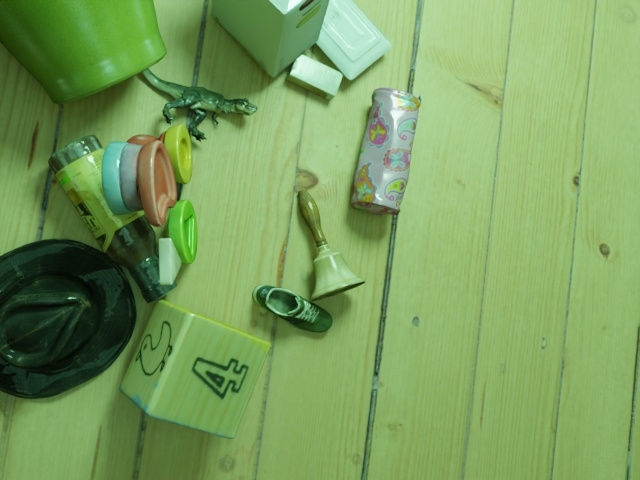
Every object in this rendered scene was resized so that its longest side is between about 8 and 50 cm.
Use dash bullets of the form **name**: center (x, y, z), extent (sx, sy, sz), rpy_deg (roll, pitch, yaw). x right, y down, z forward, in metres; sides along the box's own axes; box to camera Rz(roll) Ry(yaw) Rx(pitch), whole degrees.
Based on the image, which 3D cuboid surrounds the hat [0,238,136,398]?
- **hat**: center (-0.521, 0.148, 1.247), extent (0.332, 0.134, 0.331), rpy_deg (1, 86, -17)

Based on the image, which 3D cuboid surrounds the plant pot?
- **plant pot**: center (-0.463, -0.452, 1.187), extent (0.367, 0.366, 0.352), rpy_deg (-31, 116, -16)

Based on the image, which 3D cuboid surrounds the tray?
- **tray**: center (0.030, -0.505, 1.482), extent (0.145, 0.030, 0.270), rpy_deg (-43, 91, -17)

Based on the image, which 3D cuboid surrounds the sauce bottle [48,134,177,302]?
- **sauce bottle**: center (-0.403, -0.037, 1.302), extent (0.111, 0.111, 0.344), rpy_deg (-32, 98, -16)

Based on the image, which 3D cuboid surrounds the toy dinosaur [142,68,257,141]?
- **toy dinosaur**: center (-0.274, -0.285, 1.383), extent (0.268, 0.064, 0.118), rpy_deg (19, 68, -14)

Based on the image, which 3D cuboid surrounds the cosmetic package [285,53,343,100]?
- **cosmetic package**: center (-0.014, -0.368, 1.477), extent (0.115, 0.041, 0.060), rpy_deg (24, 80, -15)

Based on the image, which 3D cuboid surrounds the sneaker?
- **sneaker**: center (-0.052, 0.151, 1.417), extent (0.192, 0.086, 0.064), rpy_deg (27, 80, -15)

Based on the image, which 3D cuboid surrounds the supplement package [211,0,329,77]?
- **supplement package**: center (-0.103, -0.494, 1.321), extent (0.145, 0.262, 0.204), rpy_deg (-43, 87, -14)

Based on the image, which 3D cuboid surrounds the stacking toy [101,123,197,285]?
- **stacking toy**: center (-0.334, -0.071, 1.258), extent (0.131, 0.309, 0.279), rpy_deg (-2, 105, 3)

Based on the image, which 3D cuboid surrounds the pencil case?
- **pencil case**: center (0.149, -0.200, 1.483), extent (0.124, 0.124, 0.284), rpy_deg (13, 83, -17)

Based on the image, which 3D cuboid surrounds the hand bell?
- **hand bell**: center (0.000, 0.000, 1.449), extent (0.126, 0.126, 0.242), rpy_deg (-16, 79, -17)

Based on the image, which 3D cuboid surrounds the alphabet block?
- **alphabet block**: center (-0.245, 0.247, 1.280), extent (0.193, 0.192, 0.197), rpy_deg (27, 79, -33)
